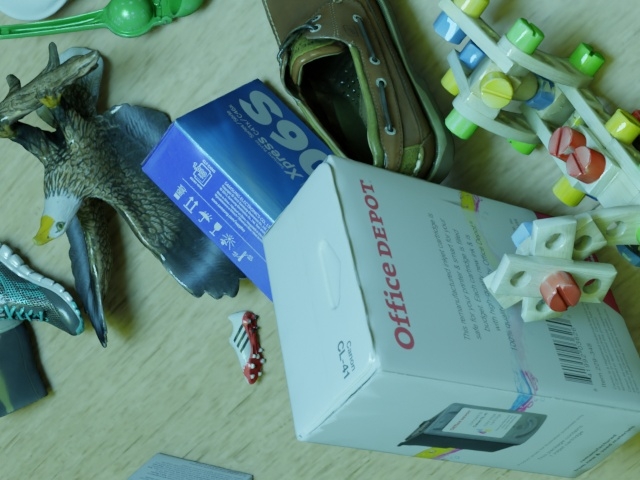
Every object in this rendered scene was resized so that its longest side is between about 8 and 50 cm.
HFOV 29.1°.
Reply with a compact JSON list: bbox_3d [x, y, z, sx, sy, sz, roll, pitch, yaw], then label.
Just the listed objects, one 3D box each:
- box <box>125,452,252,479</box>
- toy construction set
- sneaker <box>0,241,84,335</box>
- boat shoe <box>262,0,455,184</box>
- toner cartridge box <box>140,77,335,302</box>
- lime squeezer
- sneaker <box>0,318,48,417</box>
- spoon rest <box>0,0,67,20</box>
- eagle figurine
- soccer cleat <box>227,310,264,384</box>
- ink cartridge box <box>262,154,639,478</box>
[{"bbox_3d":[-0.160,0.310,1.394,0.126,0.137,0.072,9,107,19],"label":"box"},{"bbox_3d":[0.213,-0.074,1.081,0.215,0.327,0.151,22,133,-31],"label":"toy construction set"},{"bbox_3d":[-0.350,0.071,1.435,0.166,0.076,0.065,32,151,16],"label":"sneaker"},{"bbox_3d":[0.015,-0.178,1.169,0.110,0.104,0.307,-51,59,32],"label":"boat shoe"},{"bbox_3d":[0.000,0.000,1.230,0.348,0.165,0.075,45,126,4],"label":"toner cartridge box"},{"bbox_3d":[-0.192,-0.250,1.279,0.310,0.110,0.058,-20,82,31],"label":"lime squeezer"},{"bbox_3d":[-0.442,0.170,1.500,0.222,0.083,0.118,-16,97,23],"label":"sneaker"},{"bbox_3d":[-0.258,-0.322,1.302,0.276,0.084,0.137,-14,98,23],"label":"spoon rest"},{"bbox_3d":[-0.240,-0.051,1.334,0.298,0.225,0.226,51,164,-29],"label":"eagle figurine"},{"bbox_3d":[-0.085,0.120,1.378,0.036,0.029,0.083,-1,100,31],"label":"soccer cleat"},{"bbox_3d":[0.120,0.073,1.090,0.131,0.306,0.226,-51,39,39],"label":"ink cartridge box"}]
